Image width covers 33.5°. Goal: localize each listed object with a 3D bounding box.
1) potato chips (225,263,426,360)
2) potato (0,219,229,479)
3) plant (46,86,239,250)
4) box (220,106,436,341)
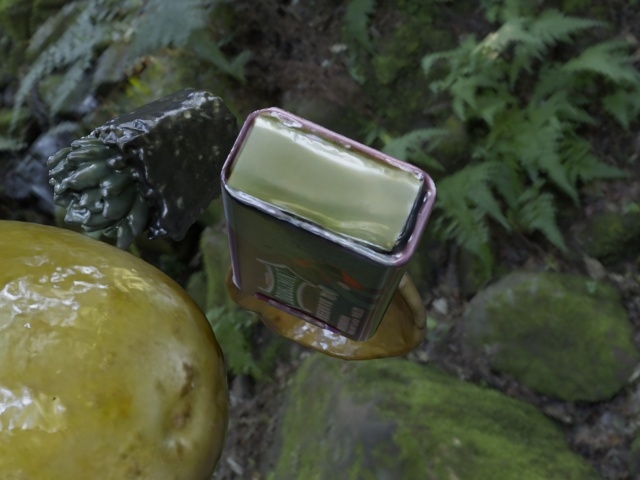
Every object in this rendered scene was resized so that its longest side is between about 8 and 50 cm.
[{"bbox_3d":[0.012,0.041,0.996,0.208,0.195,0.062,102,-169,-56],"label":"potato chips"},{"bbox_3d":[-0.116,0.077,0.453,0.158,0.178,0.203,-5,36,15],"label":"potato"},{"bbox_3d":[-0.176,-0.069,1.095,0.194,0.132,0.129,-34,20,-24],"label":"plant"},{"bbox_3d":[0.000,0.000,0.681,0.224,0.120,0.069,93,-159,-74],"label":"box"}]
